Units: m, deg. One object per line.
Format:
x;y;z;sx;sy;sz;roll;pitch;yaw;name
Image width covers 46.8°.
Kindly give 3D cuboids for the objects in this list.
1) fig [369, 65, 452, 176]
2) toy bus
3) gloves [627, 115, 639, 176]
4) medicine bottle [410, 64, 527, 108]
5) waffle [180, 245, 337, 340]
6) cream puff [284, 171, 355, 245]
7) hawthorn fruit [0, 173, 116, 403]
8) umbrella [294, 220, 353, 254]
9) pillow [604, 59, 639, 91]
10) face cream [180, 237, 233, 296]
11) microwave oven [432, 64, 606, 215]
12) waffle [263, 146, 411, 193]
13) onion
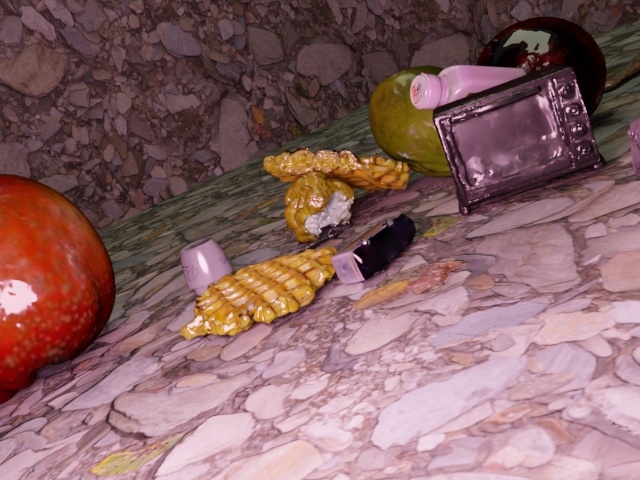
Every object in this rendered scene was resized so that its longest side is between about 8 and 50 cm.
0.234;-0.210;1.544;0.233;0.314;0.233;-14;-21;-6;fig
0.085;0.012;1.156;0.072;0.057;0.172;-18;11;40;toy bus
0.486;-0.125;0.995;0.142;0.119;0.285;14;19;11;gloves
0.278;-0.276;1.391;0.219;0.078;0.115;-2;-24;-23;medicine bottle
-0.091;0.080;1.177;0.254;0.052;0.245;-13;16;30;waffle
-0.007;-0.076;1.474;0.156;0.156;0.121;-28;45;-27;cream puff
-0.567;0.069;1.247;0.403;0.402;0.403;-20;13;5;hawthorn fruit
0.003;0.002;1.413;0.149;0.022;0.022;-33;39;-17;umbrella
0.738;-0.414;1.885;0.211;0.034;0.135;-31;18;-30;pillow
-0.214;0.049;1.387;0.091;0.095;0.091;-20;13;5;face cream
0.324;-0.175;1.250;0.247;0.178;0.188;-19;13;12;microwave oven
0.034;-0.148;1.580;0.312;0.060;0.307;5;-4;-10;waffle
0.442;-0.337;1.523;0.273;0.273;0.285;-16;-7;24;onion
